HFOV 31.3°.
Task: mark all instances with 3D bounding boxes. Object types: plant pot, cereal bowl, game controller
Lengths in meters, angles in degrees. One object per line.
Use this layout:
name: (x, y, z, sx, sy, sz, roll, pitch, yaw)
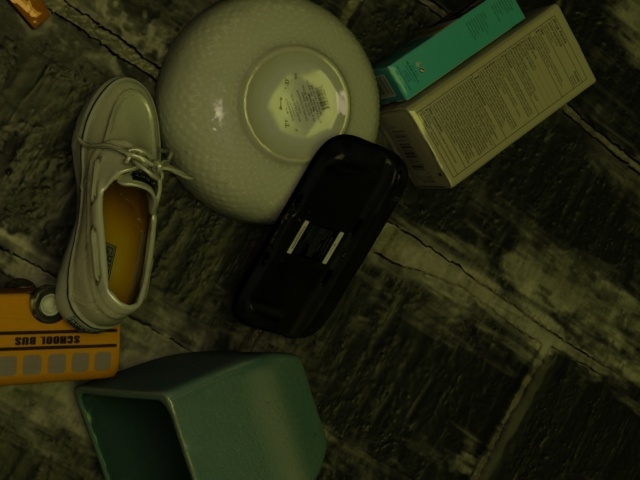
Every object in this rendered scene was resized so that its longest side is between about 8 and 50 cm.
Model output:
plant pot: (-0.139, 0.266, 1.562, 0.252, 0.248, 0.247, -26, 102, -38)
cereal bowl: (-0.059, -0.189, 1.622, 0.339, 0.141, 0.338, -1, 93, -22)
game controller: (0.000, 0.000, 1.632, 0.166, 0.067, 0.319, 21, 106, -34)

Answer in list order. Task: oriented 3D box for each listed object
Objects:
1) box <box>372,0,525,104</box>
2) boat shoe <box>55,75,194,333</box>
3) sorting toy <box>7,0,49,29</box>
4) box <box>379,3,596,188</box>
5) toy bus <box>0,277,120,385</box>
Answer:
box: (0.187, -0.297, 1.741, 0.244, 0.100, 0.060, -36, 105, -18)
boat shoe: (-0.247, -0.068, 1.480, 0.136, 0.156, 0.367, 27, 57, -35)
sorting toy: (-0.427, -0.448, 1.508, 0.229, 0.041, 0.307, -45, 107, -15)
box: (0.256, -0.222, 1.762, 0.311, 0.121, 0.148, -35, 105, -18)
toy bus: (-0.428, 0.118, 1.458, 0.333, 0.108, 0.130, 0, 93, -38)
